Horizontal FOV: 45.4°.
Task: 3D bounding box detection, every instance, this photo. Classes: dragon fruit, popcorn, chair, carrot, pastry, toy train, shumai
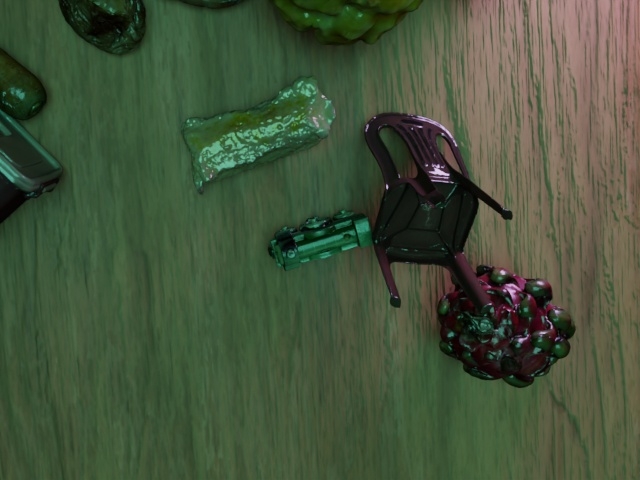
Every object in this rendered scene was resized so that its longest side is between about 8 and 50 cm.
[{"bbox_3d":[0.322,0.151,1.283,0.272,0.198,0.218,20,111,-8],"label":"dragon fruit"},{"bbox_3d":[0.029,-0.436,1.151,0.335,0.274,0.279,-24,118,-29],"label":"popcorn"},{"bbox_3d":[0.165,-0.056,1.225,0.175,0.326,0.183,6,119,-15],"label":"chair"},{"bbox_3d":[-0.552,-0.312,1.203,0.078,0.078,0.298,-42,93,-1],"label":"carrot"},{"bbox_3d":[-0.104,-0.180,1.254,0.258,0.089,0.122,-24,95,-5],"label":"pastry"},{"bbox_3d":[0.000,0.000,1.280,0.178,0.104,0.071,-16,102,-4],"label":"toy train"},{"bbox_3d":[-0.348,-0.360,1.190,0.123,0.105,0.139,-36,90,18],"label":"shumai"}]

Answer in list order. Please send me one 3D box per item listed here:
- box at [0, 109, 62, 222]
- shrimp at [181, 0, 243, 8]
[{"bbox_3d":[-0.563,-0.137,1.157,0.167,0.193,0.294,-43,99,5],"label":"box"},{"bbox_3d":[-0.230,-0.492,1.222,0.290,0.054,0.222,4,96,-7],"label":"shrimp"}]
